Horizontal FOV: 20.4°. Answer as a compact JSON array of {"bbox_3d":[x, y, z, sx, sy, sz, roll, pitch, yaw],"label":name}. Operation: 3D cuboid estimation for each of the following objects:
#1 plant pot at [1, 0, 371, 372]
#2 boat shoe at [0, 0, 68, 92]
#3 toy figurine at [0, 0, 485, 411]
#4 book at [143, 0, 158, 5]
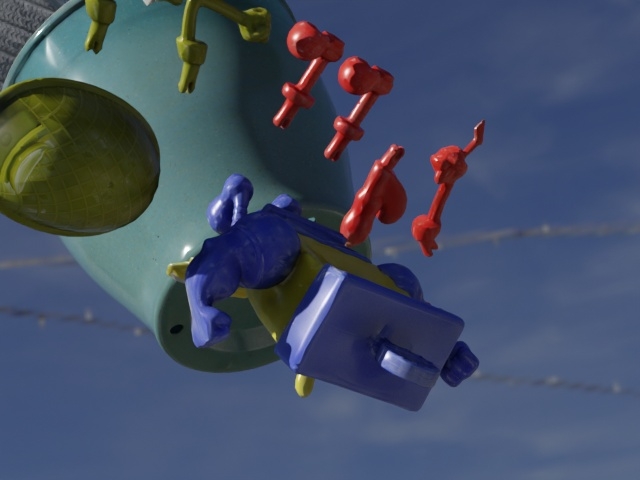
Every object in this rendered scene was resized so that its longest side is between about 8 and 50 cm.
[{"bbox_3d":[-0.089,-0.043,1.432,0.271,0.255,0.271,-19,-38,-16],"label":"plant pot"},{"bbox_3d":[-0.333,-0.211,1.577,0.335,0.121,0.119,28,5,8],"label":"boat shoe"},{"bbox_3d":[0.000,0.000,1.047,0.362,0.217,0.191,24,-74,-42],"label":"toy figurine"},{"bbox_3d":[-0.090,-0.190,0.789,0.035,0.144,0.096,-33,-6,-34],"label":"book"}]
